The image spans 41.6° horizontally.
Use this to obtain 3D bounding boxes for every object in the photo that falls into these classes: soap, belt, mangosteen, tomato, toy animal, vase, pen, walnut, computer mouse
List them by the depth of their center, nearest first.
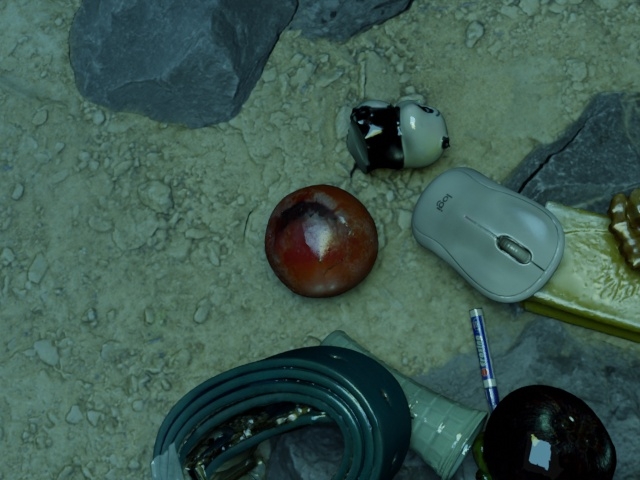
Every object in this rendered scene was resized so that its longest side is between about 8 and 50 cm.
[{"bbox_3d":[0.358,0.349,1.352,0.216,0.216,0.216,-3,74,10],"label":"mangosteen"},{"bbox_3d":[-0.068,0.344,1.381,0.436,0.173,0.300,-26,80,27],"label":"belt"},{"bbox_3d":[0.554,-0.012,1.387,0.142,0.069,0.170,-21,70,5],"label":"walnut"},{"bbox_3d":[0.122,0.275,1.445,0.298,0.143,0.143,30,82,21],"label":"vase"},{"bbox_3d":[0.514,0.061,1.455,0.314,0.091,0.199,17,77,14],"label":"soap"},{"bbox_3d":[0.275,-0.025,1.460,0.184,0.121,0.297,-49,47,5],"label":"computer mouse"},{"bbox_3d":[0.291,0.218,1.482,0.025,0.025,0.204,-10,73,7],"label":"pen"},{"bbox_3d":[0.000,0.000,1.514,0.208,0.184,0.208,-2,74,8],"label":"tomato"},{"bbox_3d":[0.144,-0.199,1.572,0.179,0.166,0.138,-9,101,-4],"label":"toy animal"}]
